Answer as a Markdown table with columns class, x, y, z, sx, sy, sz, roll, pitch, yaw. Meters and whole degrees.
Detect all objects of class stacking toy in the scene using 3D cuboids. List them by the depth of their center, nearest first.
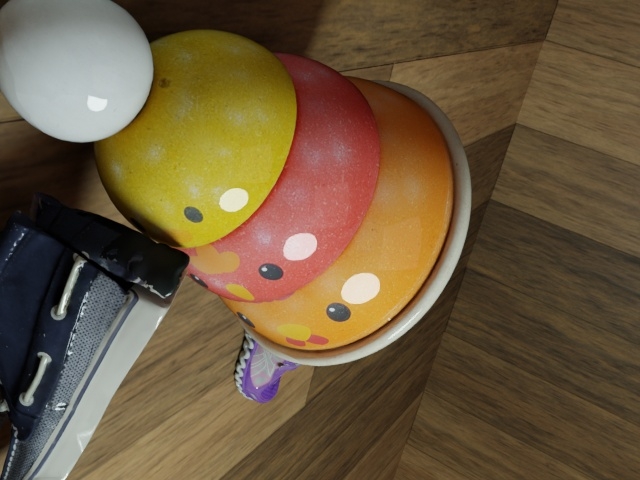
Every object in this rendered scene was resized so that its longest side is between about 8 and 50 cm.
| class | x | y | z | sx | sy | sz | roll | pitch | yaw |
| --- | --- | --- | --- | --- | --- | --- | --- | --- | --- |
| stacking toy | -0.102 | -0.084 | 0.708 | 0.480 | 0.350 | 0.351 | 26 | 89 | -48 |

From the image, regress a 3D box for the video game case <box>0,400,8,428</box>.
| class | x | y | z | sx | sy | sz | roll | pitch | yaw |
| --- | --- | --- | --- | --- | --- | --- | --- | --- | --- |
| video game case | -0.384 | 0.204 | 0.635 | 0.173 | 0.022 | 0.190 | -59 | 156 | -14 |

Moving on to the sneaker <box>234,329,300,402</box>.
| class | x | y | z | sx | sy | sz | roll | pitch | yaw |
| --- | --- | --- | --- | --- | --- | --- | --- | --- | --- |
| sneaker | -0.071 | 0.185 | 1.177 | 0.095 | 0.104 | 0.236 | -39 | 147 | -48 |

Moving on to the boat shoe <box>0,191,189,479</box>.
| class | x | y | z | sx | sy | sz | roll | pitch | yaw |
| --- | --- | --- | --- | --- | --- | --- | --- | --- | --- |
| boat shoe | -0.264 | 0.110 | 0.679 | 0.341 | 0.158 | 0.127 | -56 | -170 | 20 |
